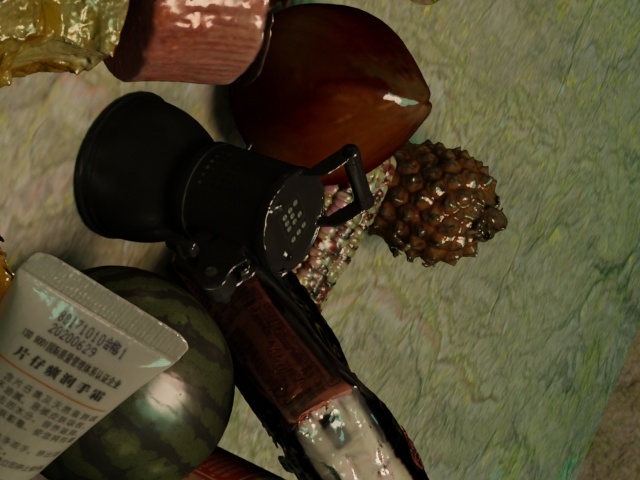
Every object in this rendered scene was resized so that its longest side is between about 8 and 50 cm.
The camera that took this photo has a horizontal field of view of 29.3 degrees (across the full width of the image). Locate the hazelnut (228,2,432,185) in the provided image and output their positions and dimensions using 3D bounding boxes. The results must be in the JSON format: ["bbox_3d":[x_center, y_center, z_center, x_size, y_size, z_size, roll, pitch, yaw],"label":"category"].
[{"bbox_3d":[0.020,-0.146,1.251,0.208,0.208,0.208,-36,136,-44],"label":"hazelnut"}]

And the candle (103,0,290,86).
[{"bbox_3d":[-0.106,-0.284,0.933,0.131,0.317,0.287,-2,71,-27],"label":"candle"}]

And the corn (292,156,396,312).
[{"bbox_3d":[0.000,0.000,1.428,0.280,0.092,0.092,-64,150,-5],"label":"corn"}]

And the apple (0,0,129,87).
[{"bbox_3d":[-0.232,-0.189,0.878,0.158,0.147,0.156,-5,145,-49],"label":"apple"}]

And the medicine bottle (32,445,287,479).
[{"bbox_3d":[-0.154,0.319,1.210,0.252,0.241,0.252,-35,134,-45],"label":"medicine bottle"}]

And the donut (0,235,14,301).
[{"bbox_3d":[-0.324,-0.004,0.874,0.152,0.101,0.259,-47,145,-32],"label":"donut"}]

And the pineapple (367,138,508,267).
[{"bbox_3d":[0.152,-0.042,1.544,0.166,0.193,0.166,-24,122,-45],"label":"pineapple"}]

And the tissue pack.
[{"bbox_3d":[-0.017,0.139,1.208,0.123,0.332,0.245,-34,127,-6],"label":"tissue pack"}]

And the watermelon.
[{"bbox_3d":[-0.181,0.125,1.082,0.212,0.212,0.212,-36,136,-44],"label":"watermelon"}]

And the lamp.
[{"bbox_3d":[-0.093,-0.032,1.108,0.172,0.227,0.147,-53,147,-26],"label":"lamp"}]

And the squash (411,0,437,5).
[{"bbox_3d":[0.173,-0.374,1.499,0.250,0.083,0.083,-50,145,-25],"label":"squash"}]

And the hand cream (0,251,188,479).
[{"bbox_3d":[-0.251,0.137,0.945,0.140,0.314,0.089,37,28,-24],"label":"hand cream"}]
